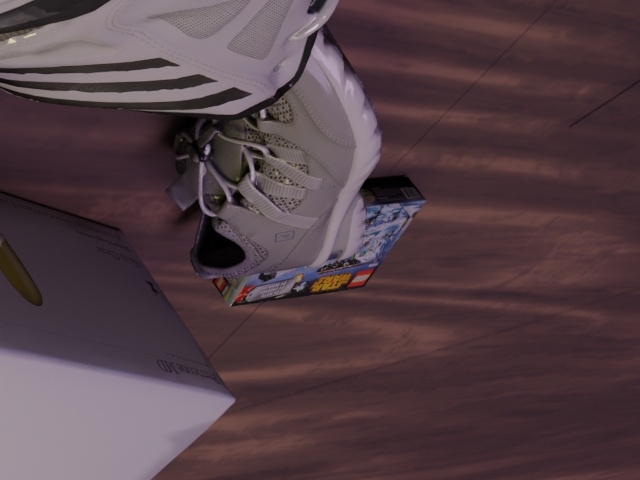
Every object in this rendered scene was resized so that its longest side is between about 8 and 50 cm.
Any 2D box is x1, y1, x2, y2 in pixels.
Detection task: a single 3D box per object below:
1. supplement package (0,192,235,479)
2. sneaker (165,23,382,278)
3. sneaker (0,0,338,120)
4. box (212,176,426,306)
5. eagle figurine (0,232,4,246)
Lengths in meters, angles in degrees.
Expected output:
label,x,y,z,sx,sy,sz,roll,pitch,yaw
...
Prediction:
label,x,y,z,sx,sy,sz,roll,pitch,yaw
supplement package,-0.216,0.088,1.085,0.204,0.145,0.262,-43,154,14
sneaker,-0.035,-0.050,1.122,0.115,0.105,0.281,-23,150,-12
sneaker,0.008,-0.204,0.884,0.448,0.169,0.257,-26,164,3
box,0.000,0.000,1.338,0.137,0.027,0.094,-6,140,-46
eagle figurine,-0.280,-0.048,0.784,0.298,0.225,0.226,42,58,-35
